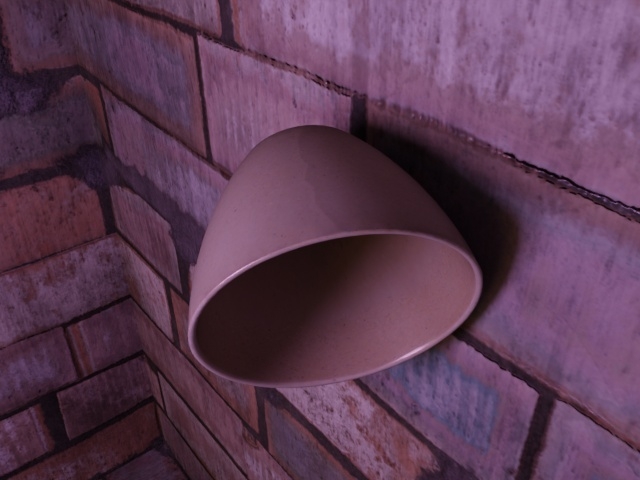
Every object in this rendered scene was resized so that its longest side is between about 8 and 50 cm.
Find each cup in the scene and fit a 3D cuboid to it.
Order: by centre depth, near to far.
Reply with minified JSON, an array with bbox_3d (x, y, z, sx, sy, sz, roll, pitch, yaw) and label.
[{"bbox_3d":[0.000,0.000,0.777,0.331,0.331,0.237,110,154,-50],"label":"cup"}]
